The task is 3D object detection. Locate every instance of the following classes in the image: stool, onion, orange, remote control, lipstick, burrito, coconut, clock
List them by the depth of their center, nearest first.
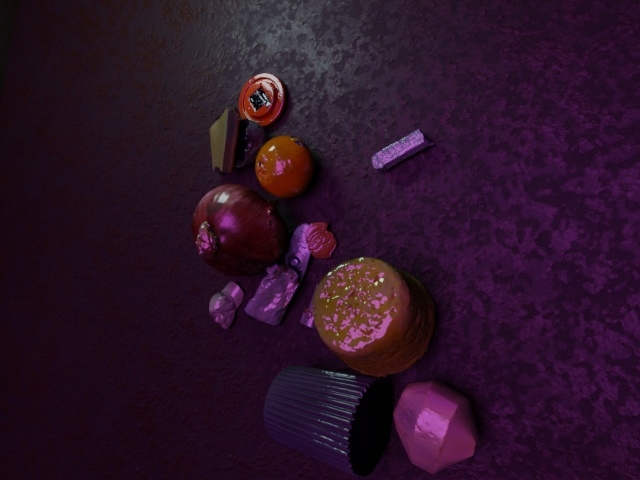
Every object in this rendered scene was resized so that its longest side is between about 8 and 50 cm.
[{"bbox_3d":[0.338,0.539,1.608,0.259,0.259,0.260,-2,86,28],"label":"coconut"},{"bbox_3d":[0.022,0.552,1.754,0.329,0.297,0.298,5,89,33],"label":"stool"},{"bbox_3d":[-0.011,0.205,1.913,0.063,0.057,0.187,21,94,28],"label":"lipstick"},{"bbox_3d":[-0.125,-0.256,1.930,0.219,0.193,0.220,11,109,33],"label":"orange"},{"bbox_3d":[-0.279,-0.036,1.941,0.353,0.353,0.354,-2,86,28],"label":"onion"},{"bbox_3d":[-0.163,0.186,1.948,0.143,0.089,0.229,23,109,-17],"label":"burrito"},{"bbox_3d":[-0.079,0.061,1.963,0.097,0.045,0.256,25,101,20],"label":"remote control"},{"bbox_3d":[-0.219,-0.523,2.068,0.205,0.051,0.205,-2,85,29],"label":"clock"}]

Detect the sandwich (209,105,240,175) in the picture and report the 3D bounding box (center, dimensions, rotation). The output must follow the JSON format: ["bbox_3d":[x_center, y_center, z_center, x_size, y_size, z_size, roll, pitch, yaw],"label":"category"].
[{"bbox_3d":[-0.347,-0.356,2.059,0.245,0.063,0.212,161,104,-64],"label":"sandwich"}]

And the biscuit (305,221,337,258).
[{"bbox_3d":[0.000,0.000,1.909,0.102,0.019,0.131,-22,95,4],"label":"biscuit"}]

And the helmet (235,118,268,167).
[{"bbox_3d":[-0.251,-0.355,2.040,0.153,0.107,0.177,43,128,54],"label":"helmet"}]

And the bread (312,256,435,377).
[{"bbox_3d":[0.157,0.217,1.663,0.347,0.308,0.349,-9,64,19],"label":"bread"}]

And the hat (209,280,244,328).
[{"bbox_3d":[-0.354,0.239,2.087,0.122,0.081,0.166,41,96,21],"label":"hat"}]

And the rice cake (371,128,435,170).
[{"bbox_3d":[0.259,-0.289,1.789,0.206,0.069,0.063,-28,74,25],"label":"rice cake"}]
